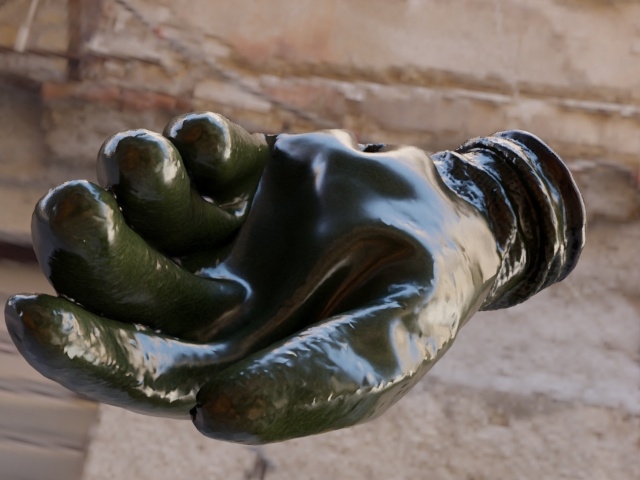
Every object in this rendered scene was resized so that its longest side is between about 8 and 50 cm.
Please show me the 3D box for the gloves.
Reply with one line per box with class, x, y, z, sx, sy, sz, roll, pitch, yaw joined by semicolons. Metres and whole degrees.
gloves;-0.004;0.009;0.538;0.268;0.135;0.107;-4;-40;-47
